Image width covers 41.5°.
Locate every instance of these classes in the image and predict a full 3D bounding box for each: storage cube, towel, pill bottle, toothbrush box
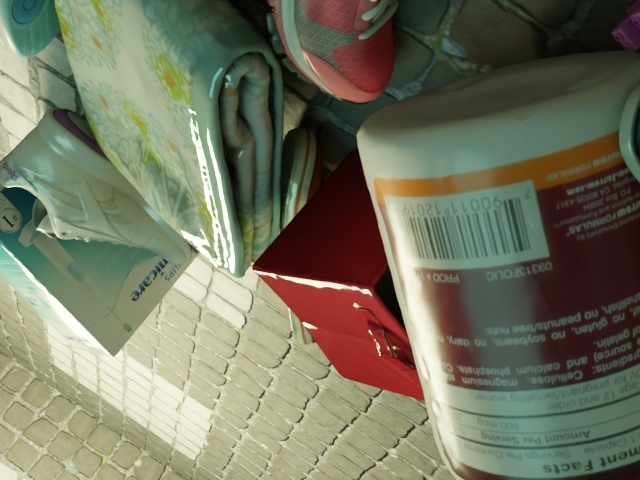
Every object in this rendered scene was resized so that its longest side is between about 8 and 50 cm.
[{"bbox_3d":[0.088,0.030,0.858,0.193,0.215,0.183,5,139,52],"label":"storage cube"},{"bbox_3d":[-0.168,-0.155,0.885,0.320,0.090,0.374,44,154,22],"label":"towel"},{"bbox_3d":[0.183,0.068,0.671,0.224,0.224,0.392,1,114,45],"label":"pill bottle"},{"bbox_3d":[-0.359,-0.004,1.256,0.126,0.216,0.295,1,136,46],"label":"toothbrush box"}]

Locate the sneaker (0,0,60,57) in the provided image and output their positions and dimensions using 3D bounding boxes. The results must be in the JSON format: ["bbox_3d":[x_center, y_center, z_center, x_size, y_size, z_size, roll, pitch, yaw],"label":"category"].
[{"bbox_3d":[-0.372,-0.353,0.867,0.208,0.127,0.319,26,139,14],"label":"sneaker"}]

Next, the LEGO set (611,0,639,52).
[{"bbox_3d":[0.267,-0.131,0.489,0.087,0.093,0.227,43,166,-10],"label":"LEGO set"}]

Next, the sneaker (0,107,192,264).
[{"bbox_3d":[-0.302,-0.048,1.164,0.305,0.152,0.114,45,-174,-40],"label":"sneaker"}]

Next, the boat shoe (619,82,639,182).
[{"bbox_3d":[0.304,-0.042,0.552,0.255,0.095,0.079,21,-179,-27],"label":"boat shoe"}]

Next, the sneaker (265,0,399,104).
[{"bbox_3d":[0.029,-0.224,0.644,0.136,0.116,0.313,15,144,30],"label":"sneaker"}]

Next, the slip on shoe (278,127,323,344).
[{"bbox_3d":[0.000,0.000,1.021,0.101,0.123,0.331,-8,133,-2],"label":"slip on shoe"}]
